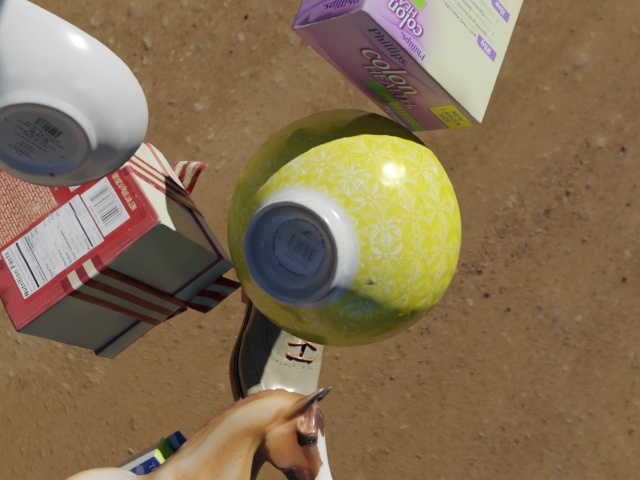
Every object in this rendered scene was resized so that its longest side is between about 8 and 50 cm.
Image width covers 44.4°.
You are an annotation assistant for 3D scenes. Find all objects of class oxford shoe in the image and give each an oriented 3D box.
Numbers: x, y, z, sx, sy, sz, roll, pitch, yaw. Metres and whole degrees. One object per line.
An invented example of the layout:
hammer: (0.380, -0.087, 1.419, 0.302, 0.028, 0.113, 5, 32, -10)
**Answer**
oxford shoe: (-0.048, 0.137, 1.111, 0.123, 0.130, 0.348, 15, 53, -31)

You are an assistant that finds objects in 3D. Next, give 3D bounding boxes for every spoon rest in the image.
spoon rest: (-0.236, -0.129, 0.526, 0.276, 0.137, 0.084, 40, 31, -42)

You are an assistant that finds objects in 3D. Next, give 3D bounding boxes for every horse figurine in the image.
horse figurine: (-0.099, 0.184, 0.431, 0.066, 0.263, 0.175, 8, 69, -50)

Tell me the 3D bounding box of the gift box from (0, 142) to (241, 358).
gift box: (-0.267, -0.009, 1.043, 0.276, 0.258, 0.255, -32, 69, 4)

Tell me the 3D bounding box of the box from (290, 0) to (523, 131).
box: (0.115, -0.284, 0.895, 0.213, 0.117, 0.243, 33, 70, -37)

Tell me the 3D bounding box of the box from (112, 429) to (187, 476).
box: (-0.216, 0.322, 0.978, 0.178, 0.042, 0.109, -33, 103, 20)

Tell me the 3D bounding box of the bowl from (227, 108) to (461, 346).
bowl: (0.000, 0.000, 0.887, 0.156, 0.289, 0.289, -25, 96, -63)
